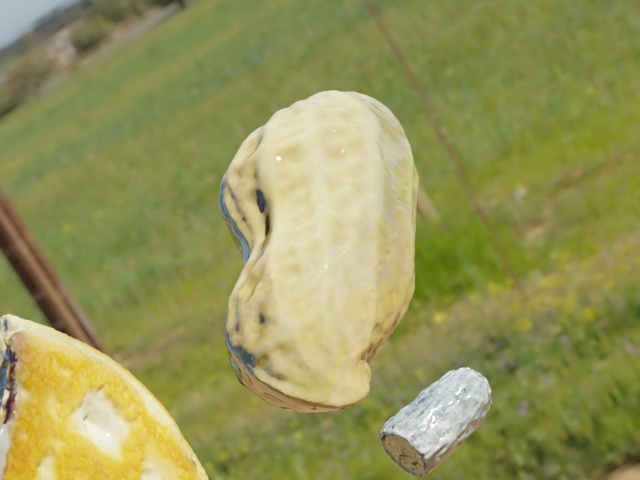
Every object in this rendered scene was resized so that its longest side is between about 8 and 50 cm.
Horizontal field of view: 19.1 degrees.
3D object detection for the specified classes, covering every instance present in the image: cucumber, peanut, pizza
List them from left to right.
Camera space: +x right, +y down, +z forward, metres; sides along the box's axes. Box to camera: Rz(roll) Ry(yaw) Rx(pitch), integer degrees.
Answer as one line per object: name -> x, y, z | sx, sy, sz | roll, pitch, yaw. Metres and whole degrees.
pizza -> -0.185, 0.258, 1.446 | 0.278, 0.409, 0.114 | -36, 17, -36
peanut -> 0.000, 0.000, 0.862 | 0.083, 0.093, 0.194 | -33, 27, 30
cucumber -> 0.107, 0.161, 1.717 | 0.112, 0.064, 0.064 | -40, 13, -34
